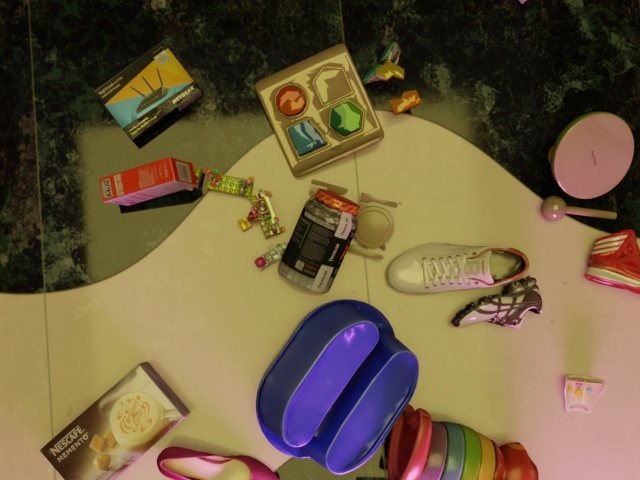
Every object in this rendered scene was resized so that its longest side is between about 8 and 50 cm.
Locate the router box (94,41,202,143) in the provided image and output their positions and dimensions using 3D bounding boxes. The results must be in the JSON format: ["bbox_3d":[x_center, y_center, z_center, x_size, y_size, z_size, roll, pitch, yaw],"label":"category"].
[{"bbox_3d":[-0.359,-0.308,1.597,0.179,0.046,0.133,-38,87,-6],"label":"router box"}]

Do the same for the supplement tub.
[{"bbox_3d":[0.000,0.000,1.526,0.117,0.117,0.190,24,101,0],"label":"supplement tub"}]

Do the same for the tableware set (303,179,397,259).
[{"bbox_3d":[0.059,-0.043,1.593,0.194,0.039,0.128,16,99,5],"label":"tableware set"}]

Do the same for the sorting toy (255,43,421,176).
[{"bbox_3d":[0.040,-0.293,1.593,0.307,0.041,0.229,-24,85,5],"label":"sorting toy"}]

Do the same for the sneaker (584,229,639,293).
[{"bbox_3d":[0.675,0.046,1.592,0.221,0.087,0.128,15,85,-2],"label":"sneaker"}]

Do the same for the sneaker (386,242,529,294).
[{"bbox_3d":[0.282,0.050,1.555,0.290,0.123,0.106,-7,87,-2],"label":"sneaker"}]

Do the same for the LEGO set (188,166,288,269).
[{"bbox_3d":[-0.166,-0.081,1.552,0.132,0.107,0.287,-43,88,-6],"label":"LEGO set"}]

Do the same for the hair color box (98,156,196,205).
[{"bbox_3d":[-0.346,-0.117,1.529,0.167,0.093,0.053,-15,83,17],"label":"hair color box"}]

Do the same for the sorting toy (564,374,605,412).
[{"bbox_3d":[0.538,0.320,1.581,0.083,0.045,0.075,6,91,-3],"label":"sorting toy"}]

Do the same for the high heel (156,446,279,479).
[{"bbox_3d":[-0.199,0.455,1.491,0.244,0.117,0.082,21,83,0],"label":"high heel"}]

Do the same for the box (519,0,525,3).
[{"bbox_3d":[0.427,-0.618,1.624,0.091,0.130,0.170,-40,88,-7],"label":"box"}]

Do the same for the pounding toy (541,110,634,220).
[{"bbox_3d":[0.546,-0.166,1.613,0.182,0.110,0.237,-2,114,-14],"label":"pounding toy"}]

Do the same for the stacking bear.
[{"bbox_3d":[0.292,0.440,1.504,0.288,0.175,0.164,16,82,-8],"label":"stacking bear"}]

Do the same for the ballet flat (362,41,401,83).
[{"bbox_3d":[0.136,-0.372,1.633,0.041,0.041,0.114,37,85,1],"label":"ballet flat"}]

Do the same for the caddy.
[{"bbox_3d":[0.028,0.281,1.495,0.241,0.179,0.341,39,83,-21],"label":"caddy"}]

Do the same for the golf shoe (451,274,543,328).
[{"bbox_3d":[0.370,0.149,1.571,0.198,0.077,0.094,-24,86,-4],"label":"golf shoe"}]

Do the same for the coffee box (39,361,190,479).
[{"bbox_3d":[-0.399,0.373,1.499,0.246,0.098,0.141,-40,87,-6],"label":"coffee box"}]
